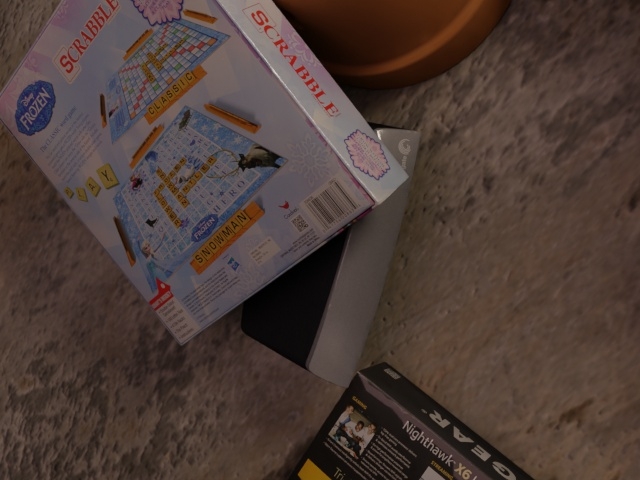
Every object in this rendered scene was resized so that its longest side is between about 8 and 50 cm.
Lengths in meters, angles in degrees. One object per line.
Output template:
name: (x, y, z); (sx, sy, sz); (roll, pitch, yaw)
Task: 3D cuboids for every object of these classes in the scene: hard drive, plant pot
hard drive: (0.000, 0.000, 0.850); (0.172, 0.054, 0.255); (21, 97, 51)
plant pot: (0.026, -0.300, 0.793); (0.291, 0.203, 0.291); (0, 90, 27)

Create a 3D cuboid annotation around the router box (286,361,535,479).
router box: (0.103, 0.308, 0.822); (0.309, 0.081, 0.243); (38, 105, 21)

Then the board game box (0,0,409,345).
board game box: (-0.131, -0.095, 0.796); (0.318, 0.066, 0.318); (-35, 94, 41)
